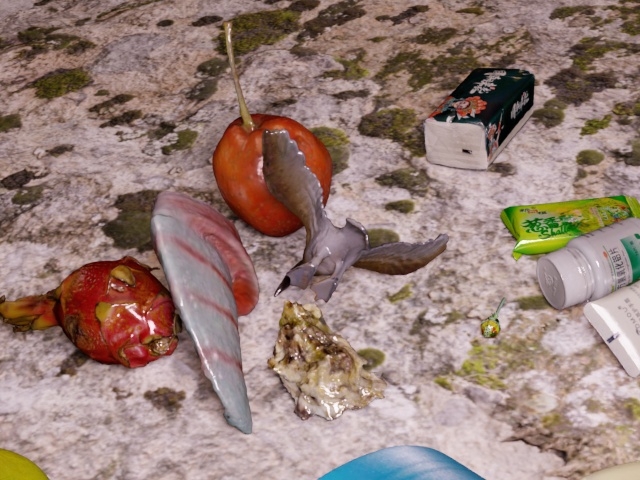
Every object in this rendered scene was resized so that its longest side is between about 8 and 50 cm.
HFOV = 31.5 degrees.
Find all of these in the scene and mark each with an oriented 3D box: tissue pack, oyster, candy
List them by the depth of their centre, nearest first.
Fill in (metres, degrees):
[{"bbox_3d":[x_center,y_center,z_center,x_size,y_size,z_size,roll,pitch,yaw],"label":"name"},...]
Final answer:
[{"bbox_3d":[-0.007,0.135,1.257,0.108,0.053,0.165,-34,48,-17],"label":"oyster"},{"bbox_3d":[0.204,0.085,1.309,0.023,0.025,0.083,-10,23,30],"label":"candy"},{"bbox_3d":[0.321,-0.022,1.427,0.178,0.032,0.102,-6,34,3],"label":"candy"},{"bbox_3d":[0.230,-0.177,1.621,0.103,0.091,0.170,11,38,31],"label":"tissue pack"}]

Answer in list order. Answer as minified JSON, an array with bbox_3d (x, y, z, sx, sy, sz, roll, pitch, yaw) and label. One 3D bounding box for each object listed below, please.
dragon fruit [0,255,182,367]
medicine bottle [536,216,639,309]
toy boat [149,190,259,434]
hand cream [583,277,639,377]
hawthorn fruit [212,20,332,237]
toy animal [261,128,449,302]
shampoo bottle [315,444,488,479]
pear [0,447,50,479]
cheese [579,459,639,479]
[{"bbox_3d":[-0.276,0.084,1.330,0.246,0.125,0.125,-3,38,19],"label":"dragon fruit"},{"bbox_3d":[0.322,0.029,1.311,0.130,0.080,0.080,-19,36,-16],"label":"medicine bottle"},{"bbox_3d":[-0.126,0.081,1.266,0.096,0.206,0.282,-23,49,12],"label":"toy boat"},{"bbox_3d":[0.413,0.051,1.276,0.276,0.059,0.095,-28,77,-27],"label":"hand cream"},{"bbox_3d":[-0.080,-0.138,1.461,0.165,0.285,0.165,-12,39,10],"label":"hawthorn fruit"},{"bbox_3d":[-0.005,0.010,1.330,0.197,0.272,0.160,-46,13,18],"label":"toy animal"},{"bbox_3d":[0.113,0.350,0.671,0.331,0.331,0.342,-31,42,-30],"label":"shampoo bottle"},{"bbox_3d":[-0.331,0.282,1.034,0.216,0.166,0.180,-16,41,30],"label":"pear"},{"bbox_3d":[0.335,0.232,1.040,0.235,0.050,0.127,-24,36,-19],"label":"cheese"}]
